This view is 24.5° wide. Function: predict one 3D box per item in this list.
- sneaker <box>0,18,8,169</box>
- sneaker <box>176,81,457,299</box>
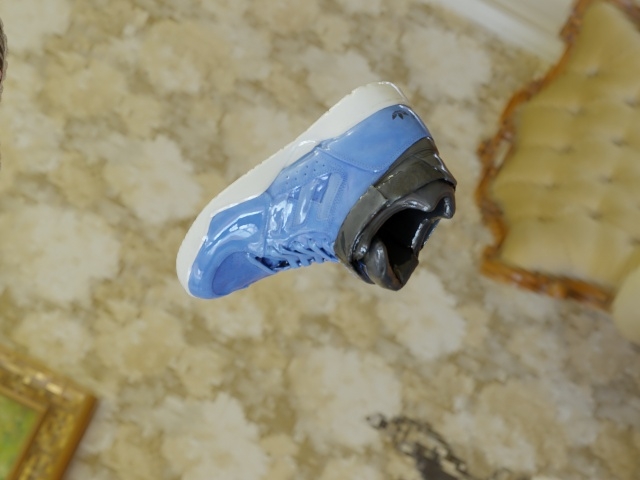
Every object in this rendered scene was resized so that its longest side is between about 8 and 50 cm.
[{"bbox_3d":[-0.249,-0.107,1.001,0.075,0.063,0.170,106,162,-87],"label":"sneaker"},{"bbox_3d":[0.000,0.000,0.727,0.152,0.085,0.058,-39,-28,14],"label":"sneaker"}]
